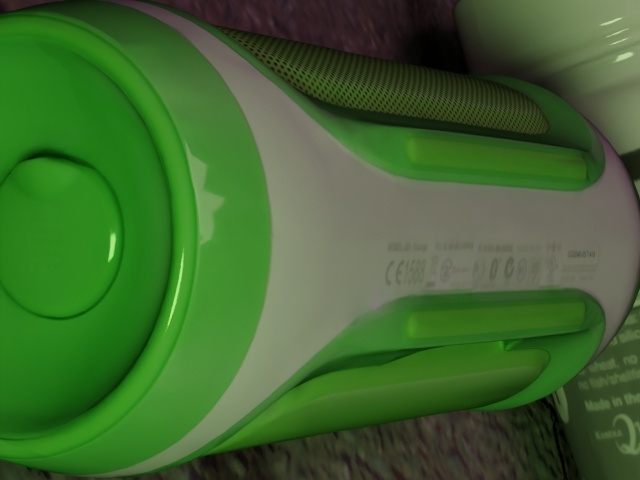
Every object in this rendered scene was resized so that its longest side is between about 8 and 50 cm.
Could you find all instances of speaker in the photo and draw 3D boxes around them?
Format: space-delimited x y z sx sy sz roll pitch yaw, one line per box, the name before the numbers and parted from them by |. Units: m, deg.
speaker | 0.000 0.000 0.547 0.296 0.131 0.131 1 73 -60

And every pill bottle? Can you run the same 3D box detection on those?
pill bottle | 0.166 0.007 0.797 0.161 0.161 0.283 -17 88 -61
